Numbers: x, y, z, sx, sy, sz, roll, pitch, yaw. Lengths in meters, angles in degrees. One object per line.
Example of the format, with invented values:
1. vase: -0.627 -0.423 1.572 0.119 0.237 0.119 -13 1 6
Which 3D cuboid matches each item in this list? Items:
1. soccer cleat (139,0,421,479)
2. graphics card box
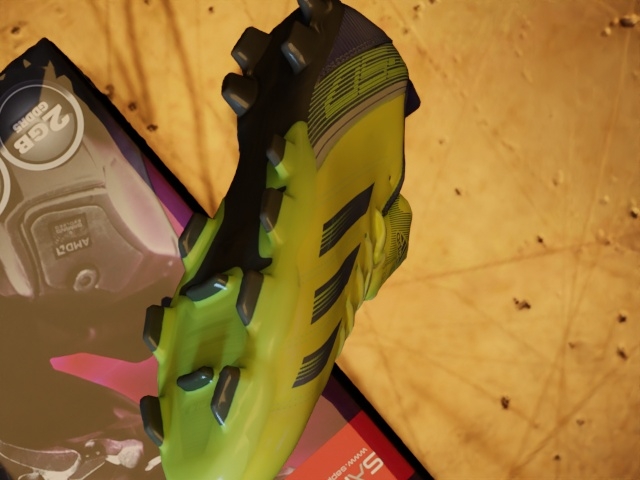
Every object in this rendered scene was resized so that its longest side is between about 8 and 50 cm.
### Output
1. soccer cleat: 0.001 -0.001 0.522 0.121 0.289 0.093 37 133 -27
2. graphics card box: -0.103 0.111 0.583 0.233 0.094 0.371 -40 92 -2
